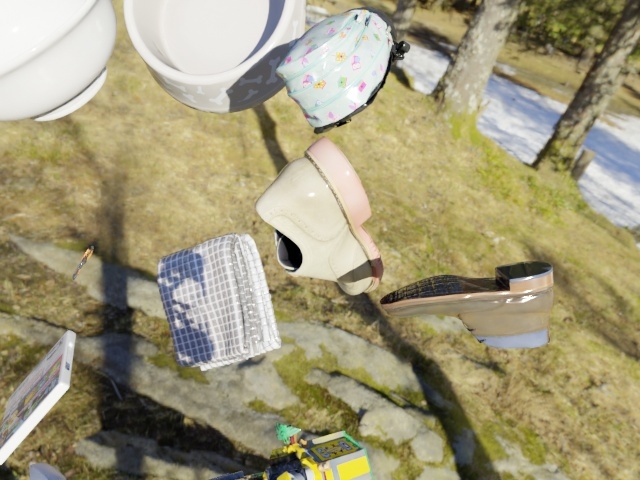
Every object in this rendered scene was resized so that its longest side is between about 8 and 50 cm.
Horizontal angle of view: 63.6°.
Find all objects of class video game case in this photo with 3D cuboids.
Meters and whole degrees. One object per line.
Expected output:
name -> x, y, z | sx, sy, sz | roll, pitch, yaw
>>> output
video game case -> -0.555, 0.299, 1.010 | 0.023, 0.201, 0.183 | 40, 4, -30

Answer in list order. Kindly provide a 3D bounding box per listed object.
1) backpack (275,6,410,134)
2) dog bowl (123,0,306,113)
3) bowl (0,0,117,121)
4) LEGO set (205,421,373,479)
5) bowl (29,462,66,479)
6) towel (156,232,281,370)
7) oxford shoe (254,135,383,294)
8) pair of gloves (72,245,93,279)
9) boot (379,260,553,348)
backpack -> 0.019, -0.222, 0.669 | 0.115, 0.152, 0.182 | 46, 40, -22
dog bowl -> -0.185, -0.411, 0.913 | 0.348, 0.349, 0.102 | 22, 0, 9
bowl -> -0.406, -0.268, 0.734 | 0.298, 0.134, 0.298 | -8, 55, 12
LEGO set -> -0.070, 0.314, 0.379 | 0.192, 0.255, 0.331 | 7, 70, -47
bowl -> -0.723, 0.673, 1.382 | 0.142, 0.142, 0.053 | 7, 9, 41
towel -> -0.241, 0.143, 1.168 | 0.121, 0.235, 0.284 | 4, 70, -63
oxford shoe -> 0.000, 0.000, 0.809 | 0.146, 0.397, 0.140 | -33, 58, -5
pair of gloves -> -0.510, 0.048, 1.111 | 0.010, 0.074, 0.083 | 30, -4, -17
boot -> 0.192, 0.100, 0.667 | 0.219, 0.106, 0.082 | -11, 14, 10
